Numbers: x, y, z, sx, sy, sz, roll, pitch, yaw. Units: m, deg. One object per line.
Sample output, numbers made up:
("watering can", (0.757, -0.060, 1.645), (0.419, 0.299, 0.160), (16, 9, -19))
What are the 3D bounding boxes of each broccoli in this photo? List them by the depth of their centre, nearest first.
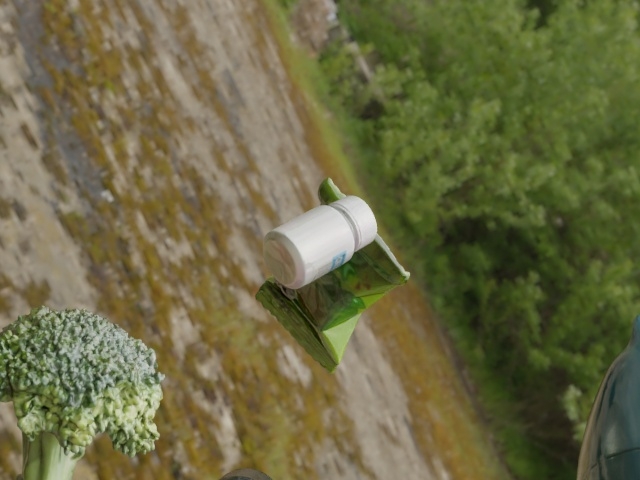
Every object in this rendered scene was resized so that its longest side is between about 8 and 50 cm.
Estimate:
("broccoli", (-0.336, 0.207, 1.694), (0.288, 0.235, 0.260), (15, 55, -57))

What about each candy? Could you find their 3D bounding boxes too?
("candy", (0.012, 0.046, 1.445), (0.149, 0.246, 0.069), (48, 45, 13))

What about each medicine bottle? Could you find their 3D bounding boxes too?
("medicine bottle", (0.000, 0.000, 0.999), (0.052, 0.089, 0.052), (32, -44, 36))

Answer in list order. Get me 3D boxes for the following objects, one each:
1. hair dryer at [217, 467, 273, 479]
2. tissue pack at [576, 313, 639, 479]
("hair dryer", (-0.153, 0.264, 1.042), (0.128, 0.255, 0.070), (98, -29, -81))
("tissue pack", (0.273, 0.172, 0.831), (0.287, 0.198, 0.206), (64, 24, -65))
